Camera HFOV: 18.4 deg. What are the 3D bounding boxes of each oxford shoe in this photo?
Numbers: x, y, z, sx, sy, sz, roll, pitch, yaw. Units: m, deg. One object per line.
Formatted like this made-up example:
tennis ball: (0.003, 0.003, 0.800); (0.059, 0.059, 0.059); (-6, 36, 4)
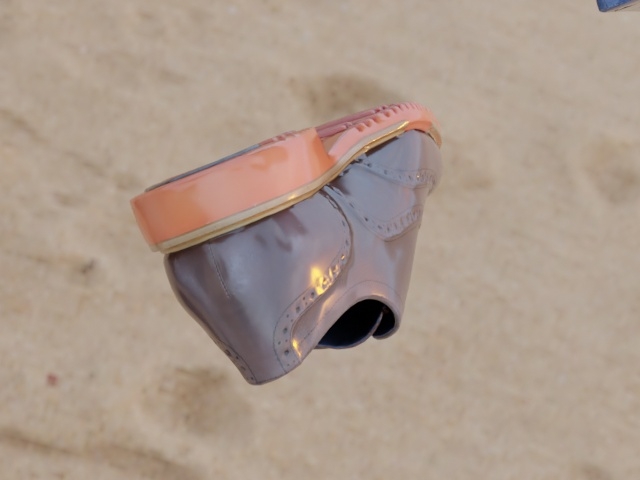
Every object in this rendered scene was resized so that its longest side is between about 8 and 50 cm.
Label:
oxford shoe: (0.000, 0.000, 0.890); (0.271, 0.097, 0.098); (-25, 94, -66)

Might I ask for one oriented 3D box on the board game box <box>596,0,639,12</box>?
board game box: (0.129, -0.215, 0.808); (0.042, 0.243, 0.165); (-17, -2, 30)
